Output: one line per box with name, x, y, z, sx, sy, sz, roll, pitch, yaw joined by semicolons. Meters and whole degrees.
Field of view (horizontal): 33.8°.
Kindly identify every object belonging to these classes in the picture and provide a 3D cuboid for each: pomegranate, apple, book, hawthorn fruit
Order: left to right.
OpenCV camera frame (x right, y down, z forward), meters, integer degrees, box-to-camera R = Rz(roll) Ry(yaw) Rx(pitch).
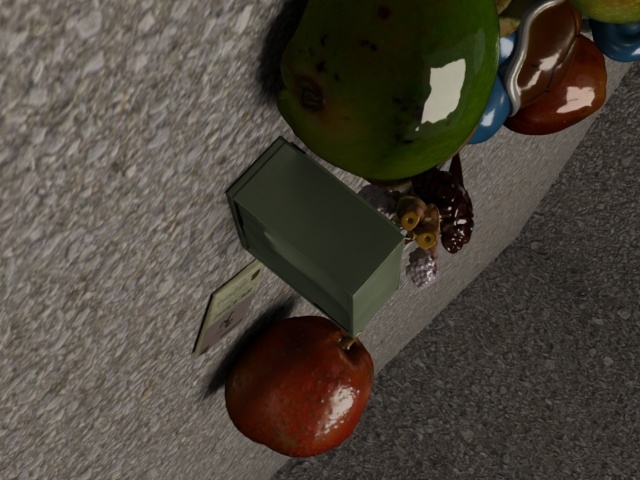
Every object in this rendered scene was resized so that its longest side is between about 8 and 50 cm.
book;-0.151;0.111;1.739;0.127;0.014;0.181;-39;162;-39
hawthorn fruit;-0.026;0.268;2.023;0.299;0.275;0.275;-47;168;18
pomegranate;0.125;-0.220;1.265;0.359;0.216;0.309;-26;144;-33
apple;0.428;-0.308;2.032;0.234;0.234;0.234;-47;165;-16

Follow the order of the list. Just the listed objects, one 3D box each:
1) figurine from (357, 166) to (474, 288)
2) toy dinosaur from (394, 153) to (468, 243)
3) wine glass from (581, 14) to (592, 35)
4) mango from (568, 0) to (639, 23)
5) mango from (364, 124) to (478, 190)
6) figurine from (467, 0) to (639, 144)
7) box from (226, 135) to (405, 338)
figurine;0.153;-0.035;1.536;0.116;0.174;0.240;-33;-177;28
toy dinosaur;0.222;-0.090;2.258;0.327;0.113;0.206;-34;-173;-18
wine glass;0.606;-0.505;2.290;0.126;0.126;0.241;-56;163;20
mango;0.521;-0.483;1.687;0.382;0.225;0.201;-40;156;-33
mango;0.134;-0.171;1.597;0.193;0.146;0.316;-4;156;-13
figurine;0.351;-0.340;1.822;0.416;0.243;0.298;-28;172;-5
box;0.000;0.000;1.489;0.117;0.225;0.225;-48;166;-14
